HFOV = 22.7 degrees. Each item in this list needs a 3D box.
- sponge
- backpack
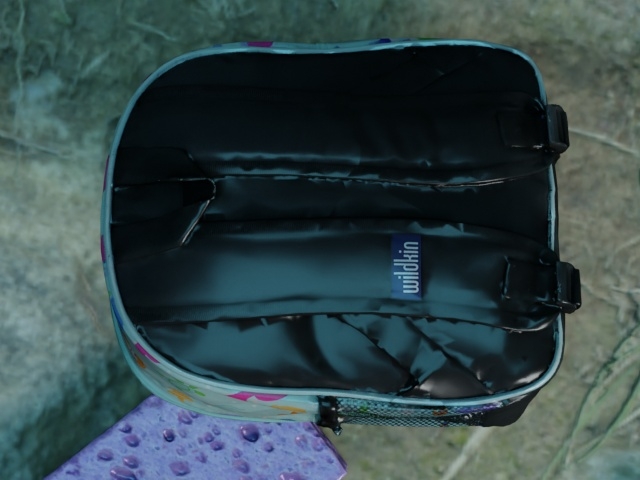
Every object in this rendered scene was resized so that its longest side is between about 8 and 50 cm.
[{"bbox_3d":[-0.098,0.163,1.006,0.210,0.031,0.117,-38,91,0],"label":"sponge"},{"bbox_3d":[0.000,0.000,0.919,0.253,0.191,0.225,1,75,-9],"label":"backpack"}]
